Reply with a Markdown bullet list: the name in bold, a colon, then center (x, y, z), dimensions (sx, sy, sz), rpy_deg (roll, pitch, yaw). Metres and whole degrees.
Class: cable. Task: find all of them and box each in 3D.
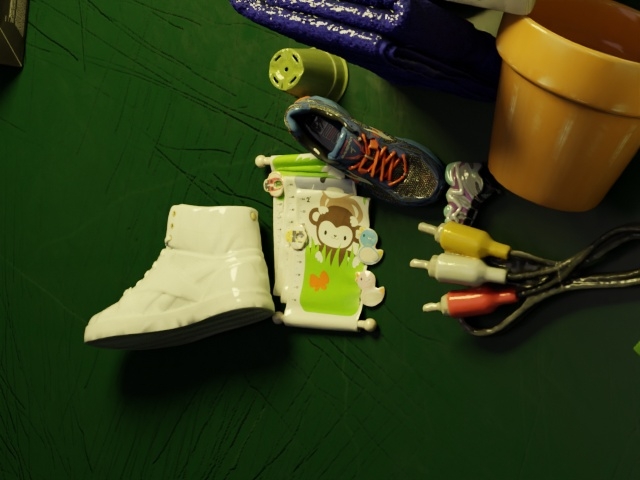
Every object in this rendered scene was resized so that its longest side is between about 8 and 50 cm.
- **cable**: center (0.239, 0.046, 1.491), dimensions (0.287, 0.072, 0.139), rpy_deg (0, 99, 33)

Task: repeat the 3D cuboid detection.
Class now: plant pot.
- **plant pot**: center (-0.022, -0.205, 1.674), dimensions (0.083, 0.079, 0.083), rpy_deg (-1, 88, 34)
- **plant pot**: center (0.266, -0.141, 1.423), dimensions (0.205, 0.205, 0.188), rpy_deg (35, 123, 30)

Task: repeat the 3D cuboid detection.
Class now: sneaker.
- **sneaker**: center (0.046, -0.101, 1.603), dimensions (0.221, 0.087, 0.083), rpy_deg (26, 101, 15)
- **sneaker**: center (0.179, -0.045, 1.556), dimensions (0.069, 0.038, 0.098), rpy_deg (-6, 85, 34)
- **sneaker**: center (-0.190, 0.043, 1.772), dimensions (0.293, 0.108, 0.169), rpy_deg (-16, 71, 29)

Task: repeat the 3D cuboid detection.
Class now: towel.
- **towel**: center (0.070, -0.213, 1.475), dimensions (0.228, 0.308, 0.076), rpy_deg (13, 91, 33)

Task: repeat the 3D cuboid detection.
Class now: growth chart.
- **growth chart**: center (0.000, 0.000, 1.686), dimensions (0.172, 0.021, 0.237), rpy_deg (-8, 84, 32)

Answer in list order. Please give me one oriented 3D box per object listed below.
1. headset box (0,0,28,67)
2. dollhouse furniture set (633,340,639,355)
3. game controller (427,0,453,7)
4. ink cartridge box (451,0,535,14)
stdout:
- **headset box**: center (-0.577, -0.376, 2.037), dimensions (0.293, 0.110, 0.218), rpy_deg (6, 91, 34)
- **dollhouse furniture set**: center (0.397, 0.081, 1.381), dimensions (0.151, 0.076, 0.058), rpy_deg (-49, 64, 23)
- **game controller**: center (0.117, -0.432, 1.601), dimensions (0.166, 0.067, 0.319), rpy_deg (-37, 68, 27)
- **ink cartridge box**: center (0.133, -0.373, 1.426), dimensions (0.261, 0.066, 0.296), rpy_deg (13, 53, 16)
